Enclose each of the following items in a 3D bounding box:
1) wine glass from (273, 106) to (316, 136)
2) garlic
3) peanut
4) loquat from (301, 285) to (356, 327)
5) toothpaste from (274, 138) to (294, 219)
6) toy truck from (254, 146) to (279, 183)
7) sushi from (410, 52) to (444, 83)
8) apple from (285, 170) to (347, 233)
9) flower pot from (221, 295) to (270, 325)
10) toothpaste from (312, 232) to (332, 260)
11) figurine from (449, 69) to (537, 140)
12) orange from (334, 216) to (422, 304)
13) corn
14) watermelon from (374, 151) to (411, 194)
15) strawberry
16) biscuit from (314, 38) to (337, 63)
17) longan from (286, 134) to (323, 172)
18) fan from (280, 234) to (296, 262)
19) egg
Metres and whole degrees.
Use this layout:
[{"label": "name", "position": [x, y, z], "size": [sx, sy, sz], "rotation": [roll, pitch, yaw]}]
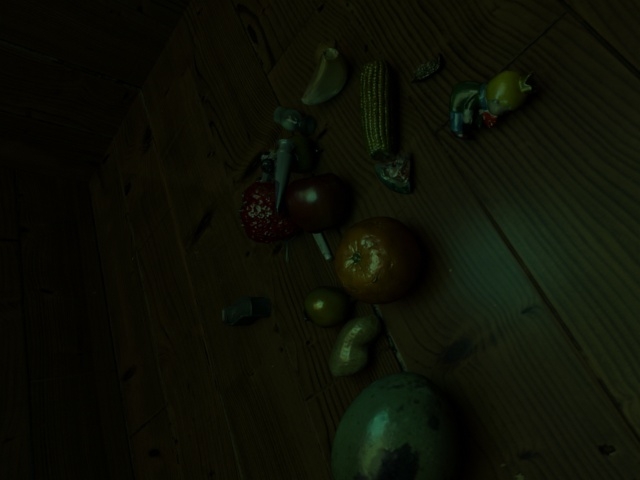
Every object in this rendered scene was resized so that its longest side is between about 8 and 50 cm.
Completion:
[{"label": "wine glass", "position": [-0.114, -0.504, 1.896], "size": [0.202, 0.093, 0.092], "rotation": [35, 109, 41]}, {"label": "garlic", "position": [0.011, -0.628, 1.745], "size": [0.145, 0.164, 0.244], "rotation": [50, 124, 17]}, {"label": "peanut", "position": [0.118, 0.359, 1.531], "size": [0.137, 0.122, 0.253], "rotation": [26, 98, 34]}, {"label": "loquat", "position": [0.030, 0.233, 1.611], "size": [0.205, 0.172, 0.149], "rotation": [-13, 86, -3]}, {"label": "toothpaste", "position": [-0.145, -0.229, 1.684], "size": [0.114, 0.073, 0.298], "rotation": [109, 166, -75]}, {"label": "toy truck", "position": [-0.225, -0.262, 1.952], "size": [0.136, 0.111, 0.285], "rotation": [-104, 30, -62]}, {"label": "sushi", "position": [0.350, -0.559, 1.480], "size": [0.120, 0.055, 0.052], "rotation": [-20, 76, 42]}, {"label": "apple", "position": [-0.006, -0.144, 1.659], "size": [0.234, 0.234, 0.233], "rotation": [-8, 79, 43]}, {"label": "flower pot", "position": [-0.330, 0.311, 1.978], "size": [0.229, 0.108, 0.103], "rotation": [-28, 64, 37]}, {"label": "toothpaste", "position": [0.000, 0.000, 1.758], "size": [0.048, 0.031, 0.190], "rotation": [-48, 51, 32]}, {"label": "figurine", "position": [0.488, -0.380, 1.280], "size": [0.234, 0.127, 0.184], "rotation": [6, 93, 34]}, {"label": "orange", "position": [0.180, 0.064, 1.435], "size": [0.284, 0.226, 0.283], "rotation": [-13, 70, 41]}, {"label": "corn", "position": [0.198, -0.452, 1.563], "size": [0.131, 0.131, 0.343], "rotation": [-12, 77, 43]}, {"label": "watermelon", "position": [0.251, -0.243, 1.525], "size": [0.187, 0.071, 0.139], "rotation": [43, 109, 39]}, {"label": "strawberry", "position": [-0.185, -0.113, 1.813], "size": [0.277, 0.257, 0.257], "rotation": [-2, 81, 7]}, {"label": "biscuit", "position": [0.027, -0.770, 1.845], "size": [0.118, 0.023, 0.140], "rotation": [-57, 50, 23]}, {"label": "longan", "position": [-0.076, -0.348, 1.812], "size": [0.176, 0.145, 0.154], "rotation": [-4, 101, 5]}, {"label": "fan", "position": [-0.142, -0.016, 1.910], "size": [0.132, 0.009, 0.219], "rotation": [-11, 76, 43]}, {"label": "egg", "position": [0.212, 0.579, 1.252], "size": [0.345, 0.345, 0.427], "rotation": [22, 86, 44]}]
